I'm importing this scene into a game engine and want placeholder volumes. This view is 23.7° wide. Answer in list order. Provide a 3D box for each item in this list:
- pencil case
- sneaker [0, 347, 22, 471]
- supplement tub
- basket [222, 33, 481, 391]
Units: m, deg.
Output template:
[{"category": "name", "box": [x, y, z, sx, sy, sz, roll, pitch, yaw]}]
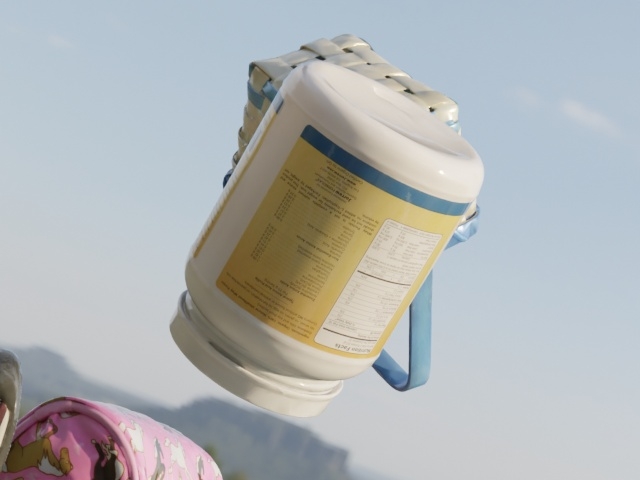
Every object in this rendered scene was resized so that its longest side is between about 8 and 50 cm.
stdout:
[{"category": "pencil case", "box": [-0.207, 0.261, 1.570, 0.160, 0.167, 0.386, 29, -5, 13]}, {"category": "sneaker", "box": [-0.357, 0.180, 1.174, 0.162, 0.281, 0.106, 25, 20, -30]}, {"category": "supplement tub", "box": [0.000, 0.000, 0.995, 0.144, 0.199, 0.144, 28, 17, -9]}, {"category": "basket", "box": [0.032, -0.027, 1.454, 0.201, 0.289, 0.255, -15, 37, -31]}]
